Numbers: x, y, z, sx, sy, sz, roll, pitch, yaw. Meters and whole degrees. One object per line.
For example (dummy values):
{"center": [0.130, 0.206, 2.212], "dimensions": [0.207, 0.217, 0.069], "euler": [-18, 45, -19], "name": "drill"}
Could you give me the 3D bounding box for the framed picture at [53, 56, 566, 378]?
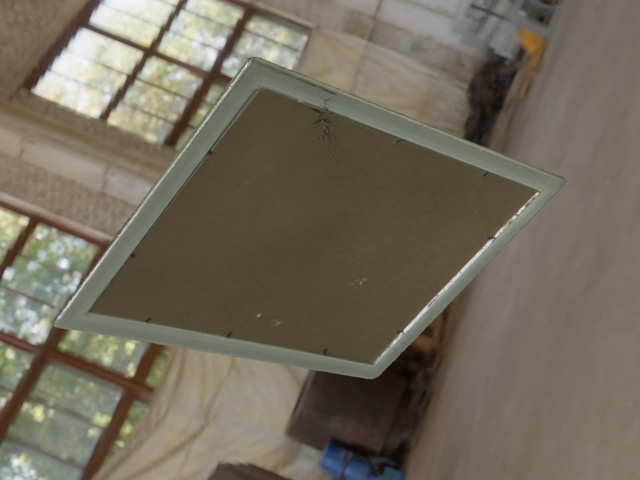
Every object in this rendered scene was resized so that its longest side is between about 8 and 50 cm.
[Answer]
{"center": [0.000, 0.000, 0.775], "dimensions": [0.232, 0.296, 0.019], "euler": [-49, 47, 26], "name": "framed picture"}
